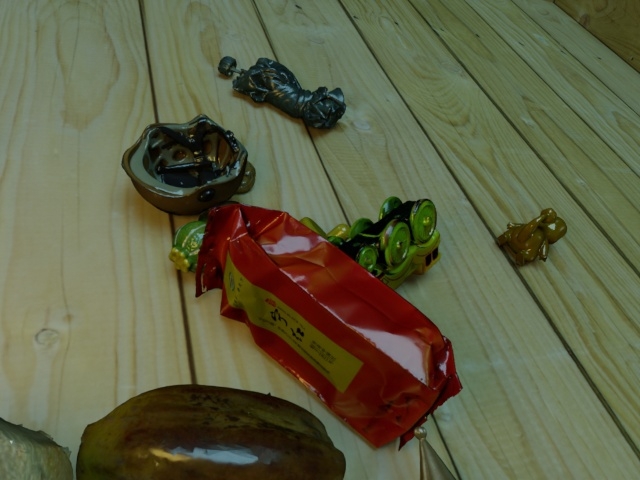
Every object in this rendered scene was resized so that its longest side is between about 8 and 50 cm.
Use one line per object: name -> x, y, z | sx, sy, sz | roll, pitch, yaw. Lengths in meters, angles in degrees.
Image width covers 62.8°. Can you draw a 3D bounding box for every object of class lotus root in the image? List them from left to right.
lotus root -> -0.129, 0.271, 0.608 | 0.291, 0.193, 0.193 | 12, 44, -14

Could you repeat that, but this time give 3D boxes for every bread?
bread -> -0.185, -0.140, 1.089 | 0.110, 0.024, 0.110 | 11, 44, -10

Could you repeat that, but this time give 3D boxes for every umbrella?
umbrella -> -0.104, -0.384, 1.319 | 0.349, 0.094, 0.143 | 30, 39, 11

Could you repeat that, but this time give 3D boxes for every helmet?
helmet -> -0.243, -0.122, 0.972 | 0.224, 0.130, 0.198 | -32, 60, -29

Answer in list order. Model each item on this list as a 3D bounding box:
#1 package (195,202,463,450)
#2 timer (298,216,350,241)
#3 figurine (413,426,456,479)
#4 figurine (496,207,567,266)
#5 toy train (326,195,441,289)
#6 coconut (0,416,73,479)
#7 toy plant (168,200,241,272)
package -> 0.000, 0.118, 0.783 | 0.423, 0.196, 0.123 | 35, 40, 15
timer -> 0.000, 0.000, 0.963 | 0.107, 0.109, 0.107 | 48, 7, -8
figurine -> 0.182, 0.405, 0.594 | 0.207, 0.166, 0.387 | 21, 43, -26
figurine -> 0.496, -0.025, 1.182 | 0.176, 0.122, 0.121 | -16, 52, -33
toy train -> 0.112, 0.028, 0.946 | 0.100, 0.160, 0.296 | 15, 36, 41
coconut -> -0.358, 0.271, 0.379 | 0.346, 0.346, 0.360 | 3, 54, -20
toy plant -> -0.188, -0.003, 0.903 | 0.093, 0.093, 0.162 | 37, 45, 15
